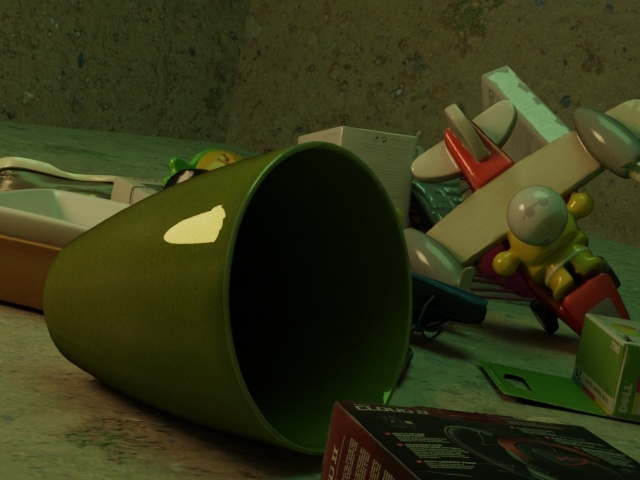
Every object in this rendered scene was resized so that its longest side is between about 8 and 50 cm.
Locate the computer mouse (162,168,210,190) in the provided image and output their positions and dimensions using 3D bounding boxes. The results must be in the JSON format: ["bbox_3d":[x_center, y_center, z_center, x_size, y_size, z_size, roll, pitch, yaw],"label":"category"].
[{"bbox_3d":[-0.112,0.045,1.461,0.189,0.272,0.072,14,47,27],"label":"computer mouse"}]

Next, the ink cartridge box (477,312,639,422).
[{"bbox_3d":[0.341,0.150,1.679,0.255,0.097,0.189,11,8,-5],"label":"ink cartridge box"}]

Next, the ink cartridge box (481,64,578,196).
[{"bbox_3d":[0.409,-0.108,2.517,0.071,0.324,0.330,-24,49,-13],"label":"ink cartridge box"}]

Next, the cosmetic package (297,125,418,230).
[{"bbox_3d":[0.045,-0.061,2.216,0.138,0.224,0.224,6,-3,-19],"label":"cosmetic package"}]

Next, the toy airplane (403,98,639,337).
[{"bbox_3d":[0.300,-0.050,2.013,0.385,0.386,0.272,11,-5,4],"label":"toy airplane"}]

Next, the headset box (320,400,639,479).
[{"bbox_3d":[0.135,0.203,0.943,0.218,0.110,0.293,8,8,-20],"label":"headset box"}]

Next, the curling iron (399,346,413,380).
[{"bbox_3d":[0.071,0.144,1.576,0.068,0.035,0.274,13,8,17],"label":"curling iron"}]

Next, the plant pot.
[{"bbox_3d":[-0.109,0.055,1.277,0.294,0.274,0.275,-2,-2,37],"label":"plant pot"}]

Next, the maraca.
[{"bbox_3d":[-0.140,-0.060,1.802,0.099,0.127,0.186,-22,-9,35],"label":"maraca"}]

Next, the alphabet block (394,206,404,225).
[{"bbox_3d":[-0.040,0.026,1.718,0.197,0.192,0.193,5,11,-40],"label":"alphabet block"}]

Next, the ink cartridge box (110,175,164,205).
[{"bbox_3d":[-0.183,-0.008,2.014,0.211,0.121,0.289,6,9,-25],"label":"ink cartridge box"}]

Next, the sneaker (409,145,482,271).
[{"bbox_3d":[0.169,-0.021,2.297,0.125,0.180,0.321,7,35,-21],"label":"sneaker"}]

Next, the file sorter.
[{"bbox_3d":[0.290,-0.013,2.446,0.182,0.202,0.291,5,9,-18],"label":"file sorter"}]

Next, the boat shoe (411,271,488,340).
[{"bbox_3d":[0.127,0.092,1.873,0.109,0.089,0.258,21,-5,-36],"label":"boat shoe"}]

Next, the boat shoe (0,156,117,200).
[{"bbox_3d":[-0.386,-0.055,2.207,0.305,0.091,0.109,11,-30,-12],"label":"boat shoe"}]

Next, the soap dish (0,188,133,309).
[{"bbox_3d":[-0.312,0.014,1.691,0.229,0.118,0.291,12,8,12],"label":"soap dish"}]

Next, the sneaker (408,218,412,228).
[{"bbox_3d":[0.187,-0.033,2.776,0.296,0.104,0.147,7,13,1],"label":"sneaker"}]
